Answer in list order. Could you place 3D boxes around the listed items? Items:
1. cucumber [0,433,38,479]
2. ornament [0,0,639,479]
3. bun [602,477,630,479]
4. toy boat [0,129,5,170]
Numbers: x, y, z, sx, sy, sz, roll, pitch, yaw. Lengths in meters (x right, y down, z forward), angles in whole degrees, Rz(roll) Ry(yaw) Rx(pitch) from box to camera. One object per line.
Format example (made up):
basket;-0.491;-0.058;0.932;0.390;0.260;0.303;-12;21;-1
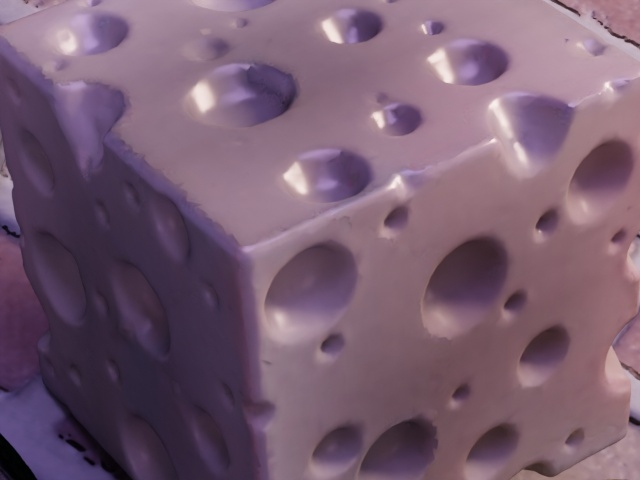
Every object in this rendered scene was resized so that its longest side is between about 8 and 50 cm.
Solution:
cucumber;-0.226;0.083;1.071;0.056;0.056;0.284;-27;54;-28
ornament;0.000;0.000;1.017;0.239;0.240;0.239;-24;42;-26
bun;0.136;0.215;0.934;0.239;0.141;0.239;4;44;-4
toy boat;-0.332;-0.074;1.182;0.283;0.078;0.127;10;51;1
